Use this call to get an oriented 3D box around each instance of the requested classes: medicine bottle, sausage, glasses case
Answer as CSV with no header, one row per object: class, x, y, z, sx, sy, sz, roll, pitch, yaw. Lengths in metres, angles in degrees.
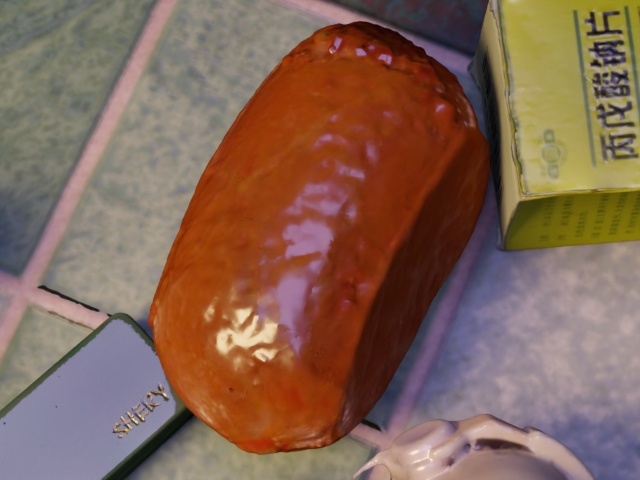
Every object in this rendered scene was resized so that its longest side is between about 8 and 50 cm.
medicine bottle,0.223,-0.082,1.210,0.250,0.141,0.137,-5,77,0
sausage,-0.001,0.000,1.177,0.141,0.153,0.268,19,71,23
glasses case,-0.164,0.130,1.201,0.184,0.039,0.078,-41,77,-11

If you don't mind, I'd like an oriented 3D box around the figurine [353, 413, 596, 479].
figurine,0.062,0.186,1.145,0.237,0.141,0.162,-13,102,-5
